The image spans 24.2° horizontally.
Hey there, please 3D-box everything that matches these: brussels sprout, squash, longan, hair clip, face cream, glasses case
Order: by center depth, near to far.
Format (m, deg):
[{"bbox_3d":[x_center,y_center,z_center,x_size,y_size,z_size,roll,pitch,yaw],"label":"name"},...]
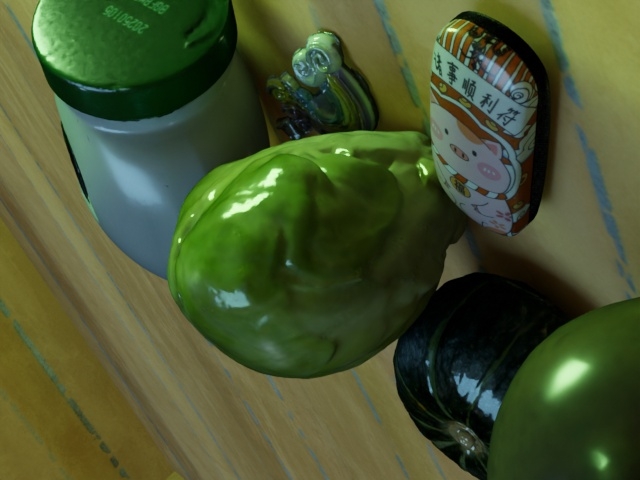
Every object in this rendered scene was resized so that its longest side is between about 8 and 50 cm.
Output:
[{"bbox_3d":[0.299,0.218,1.187,0.361,0.361,0.361,41,161,18],"label":"longan"},{"bbox_3d":[0.146,-0.095,1.292,0.103,0.067,0.267,37,160,24],"label":"glasses case"},{"bbox_3d":[-0.009,0.008,1.468,0.243,0.316,0.274,55,139,9],"label":"brussels sprout"},{"bbox_3d":[0.192,0.148,1.538,0.252,0.165,0.252,36,155,19],"label":"squash"},{"bbox_3d":[0.007,-0.147,1.543,0.116,0.049,0.172,37,155,-11],"label":"hair clip"},{"bbox_3d":[-0.174,-0.129,1.654,0.357,0.219,0.312,81,168,-53],"label":"face cream"}]
